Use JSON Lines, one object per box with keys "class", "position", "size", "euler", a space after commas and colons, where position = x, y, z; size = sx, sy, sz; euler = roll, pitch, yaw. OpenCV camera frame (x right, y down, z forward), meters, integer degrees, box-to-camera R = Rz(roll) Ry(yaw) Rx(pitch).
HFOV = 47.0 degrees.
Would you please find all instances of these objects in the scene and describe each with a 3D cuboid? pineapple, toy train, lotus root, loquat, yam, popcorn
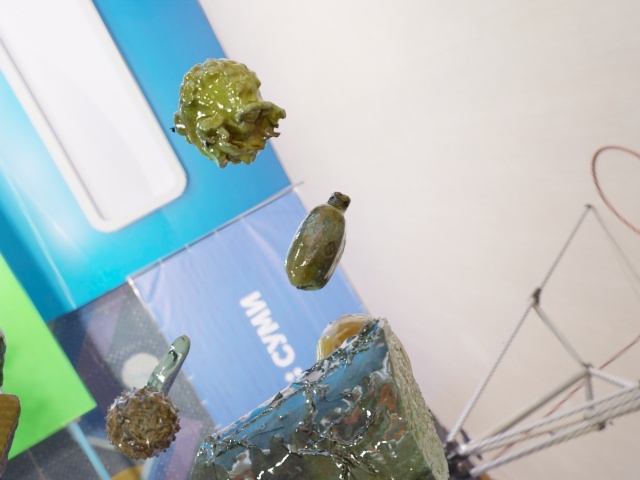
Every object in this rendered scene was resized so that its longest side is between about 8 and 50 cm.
{"class": "pineapple", "position": [-0.431, 0.431, 1.738], "size": [0.175, 0.175, 0.361], "euler": [60, 154, 1]}
{"class": "toy train", "position": [-0.388, 0.328, 1.848], "size": [0.052, 0.051, 0.233], "euler": [40, 121, 17]}
{"class": "lotus root", "position": [0.000, 0.000, 1.299], "size": [0.088, 0.192, 0.113], "euler": [19, 168, 19]}
{"class": "loquat", "position": [0.086, 0.263, 1.486], "size": [0.238, 0.193, 0.238], "euler": [60, 180, 0]}
{"class": "yam", "position": [0.001, 0.251, 0.843], "size": [0.202, 0.271, 0.201], "euler": [58, -169, -25]}
{"class": "popcorn", "position": [-0.183, -0.242, 1.422], "size": [0.189, 0.169, 0.218], "euler": [42, 147, 24]}

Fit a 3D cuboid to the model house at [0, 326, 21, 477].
{"class": "model house", "position": [-0.449, 0.244, 0.888], "size": [0.241, 0.226, 0.261], "euler": [25, 105, 35]}
